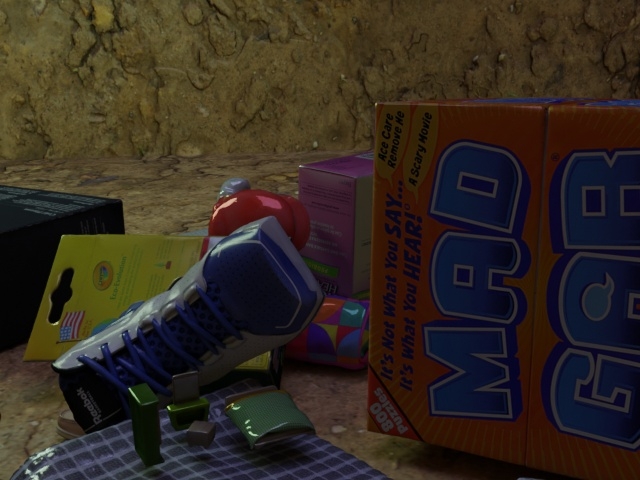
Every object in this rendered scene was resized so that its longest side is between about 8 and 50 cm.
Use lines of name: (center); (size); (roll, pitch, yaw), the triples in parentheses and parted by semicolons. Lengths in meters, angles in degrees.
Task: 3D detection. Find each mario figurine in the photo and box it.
mario figurine: (-0.086, 0.002, 1.401); (0.198, 0.170, 0.320); (33, -20, -8)

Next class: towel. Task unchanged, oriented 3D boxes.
towel: (-0.094, 0.230, 0.776); (0.283, 0.121, 0.235); (-13, 19, -39)

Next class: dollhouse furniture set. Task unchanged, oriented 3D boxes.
dollhouse furniture set: (-0.083, 0.139, 0.779); (0.151, 0.059, 0.076); (-9, 19, -25)

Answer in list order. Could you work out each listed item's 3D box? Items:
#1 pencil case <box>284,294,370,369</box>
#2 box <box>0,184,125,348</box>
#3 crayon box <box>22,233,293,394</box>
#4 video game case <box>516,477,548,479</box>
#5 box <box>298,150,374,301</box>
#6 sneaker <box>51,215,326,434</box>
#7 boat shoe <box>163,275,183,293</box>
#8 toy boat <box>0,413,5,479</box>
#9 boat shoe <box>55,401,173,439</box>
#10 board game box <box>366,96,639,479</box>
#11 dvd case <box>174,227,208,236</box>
pencil case: (-0.034, 0.120, 1.259); (0.236, 0.104, 0.104); (2, 15, 22)
box: (-0.541, 0.031, 1.473); (0.343, 0.179, 0.312); (8, 16, 32)
crayon box: (-0.200, 0.092, 1.196); (0.318, 0.081, 0.202); (2, 55, 9)
video game case: (0.260, 0.273, 0.770); (0.206, 0.026, 0.227); (3, 15, 16)
box: (0.076, -0.006, 1.433); (0.117, 0.243, 0.213); (14, 21, 40)
sneaker: (-0.148, 0.114, 0.902); (0.315, 0.127, 0.182); (-31, 8, 37)
boat shoe: (-0.195, 0.113, 1.099); (0.056, 0.048, 0.153); (20, 60, 21)
toy boat: (-0.338, 0.227, 0.836); (0.151, 0.151, 0.231); (28, 15, -2)
boat shoe: (-0.217, 0.195, 1.046); (0.170, 0.059, 0.063); (0, 14, 3)
board game box: (0.289, 0.024, 1.025); (0.356, 0.357, 0.356); (7, 12, 28)
dvd case: (-0.223, 0.005, 1.805); (0.253, 0.022, 0.180); (-13, 15, -22)
